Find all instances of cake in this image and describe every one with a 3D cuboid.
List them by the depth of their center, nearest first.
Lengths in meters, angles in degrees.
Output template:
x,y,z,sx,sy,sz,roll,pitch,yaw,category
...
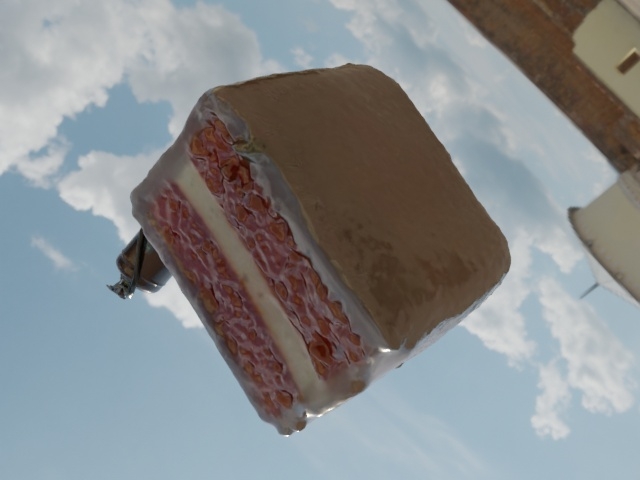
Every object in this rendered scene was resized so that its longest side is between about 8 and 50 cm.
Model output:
x,y,z,sx,sy,sz,roll,pitch,yaw,category
0.000,0.000,0.634,0.230,0.237,0.309,-28,-101,-44,cake

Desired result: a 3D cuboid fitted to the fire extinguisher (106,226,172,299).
x,y,z,sx,sy,sz,roll,pitch,yaw,category
-0.256,-0.023,1.088,0.105,0.341,0.141,40,-173,-27,fire extinguisher
